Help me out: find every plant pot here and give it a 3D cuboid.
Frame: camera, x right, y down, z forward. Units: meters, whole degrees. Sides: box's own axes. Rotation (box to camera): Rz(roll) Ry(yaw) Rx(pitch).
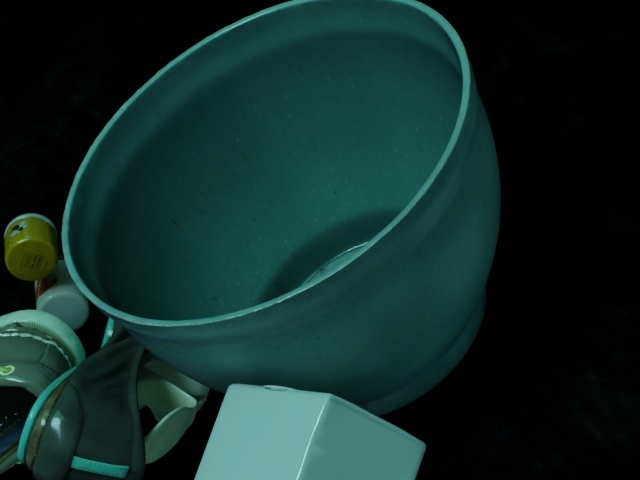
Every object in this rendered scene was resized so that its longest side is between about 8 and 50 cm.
[{"bbox_3d":[0.000,0.000,1.081,0.293,0.196,0.293,-18,43,17],"label":"plant pot"}]

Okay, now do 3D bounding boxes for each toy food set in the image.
[{"bbox_3d":[-0.264,0.063,1.251,0.232,0.111,0.104,-52,29,22],"label":"toy food set"}]

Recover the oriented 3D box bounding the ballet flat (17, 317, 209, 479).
[{"bbox_3d":[-0.131,0.105,1.131,0.096,0.095,0.280,18,24,1],"label":"ballet flat"}]

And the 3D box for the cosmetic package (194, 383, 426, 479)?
[{"bbox_3d":[-0.034,0.205,0.917,0.117,0.085,0.231,0,65,57],"label":"cosmetic package"}]

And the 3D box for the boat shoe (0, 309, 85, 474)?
[{"bbox_3d":[-0.312,0.158,1.174,0.305,0.109,0.091,-31,19,13],"label":"boat shoe"}]
